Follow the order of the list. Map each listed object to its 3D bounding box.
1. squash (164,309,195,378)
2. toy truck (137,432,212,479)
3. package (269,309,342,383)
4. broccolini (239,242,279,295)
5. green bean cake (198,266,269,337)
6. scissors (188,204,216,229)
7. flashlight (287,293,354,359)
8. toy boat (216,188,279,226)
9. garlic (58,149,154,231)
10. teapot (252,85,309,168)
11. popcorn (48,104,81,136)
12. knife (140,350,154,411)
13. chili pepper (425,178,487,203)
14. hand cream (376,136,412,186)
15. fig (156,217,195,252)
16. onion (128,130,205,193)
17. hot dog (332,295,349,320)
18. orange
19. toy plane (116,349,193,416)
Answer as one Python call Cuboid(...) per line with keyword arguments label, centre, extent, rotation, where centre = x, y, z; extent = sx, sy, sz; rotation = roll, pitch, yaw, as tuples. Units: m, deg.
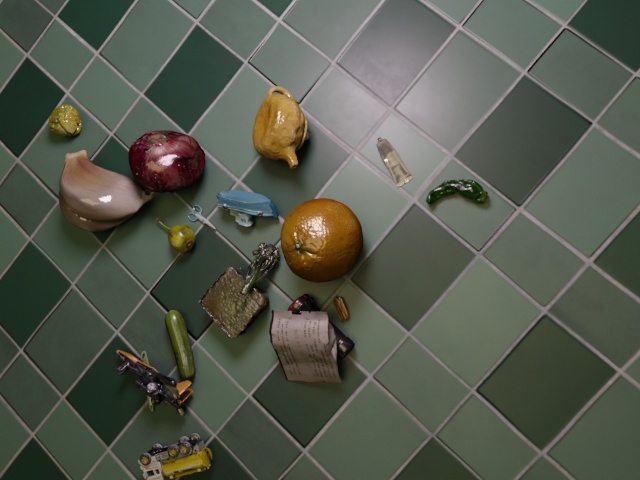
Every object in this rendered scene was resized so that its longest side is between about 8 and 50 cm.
Cuboid(label="squash", centre=(-0.466, 0.343, 1.836), extent=(0.066, 0.066, 0.229), rotation=(-18, 84, 12))
Cuboid(label="toy truck", centre=(-0.469, 0.712, 1.792), extent=(0.226, 0.098, 0.114), rotation=(-18, 88, 11))
Cuboid(label="package", centre=(-0.049, 0.330, 1.680), extent=(0.203, 0.062, 0.251), rotation=(-2, 109, 28))
Cuboid(label="broccolini", centre=(-0.190, 0.088, 1.735), extent=(0.091, 0.203, 0.068), rotation=(33, 138, -12))
Cuboid(label="green bean cake", centre=(-0.273, 0.199, 1.781), extent=(0.181, 0.094, 0.173), rotation=(41, 96, 13))
Cuboid(label="scissors", centre=(-0.397, -0.071, 1.873), extent=(0.119, 0.014, 0.058), rotation=(35, 96, 17))
Cuboid(label="flashlight", centre=(0.003, 0.271, 1.712), extent=(0.232, 0.093, 0.093), rotation=(44, 97, 13))
Cuboid(label="toy boat", centre=(-0.239, -0.101, 1.812), extent=(0.215, 0.088, 0.102), rotation=(9, 122, 14))
Cuboid(label="garlic", centre=(-0.744, -0.134, 1.904), extent=(0.339, 0.232, 0.246), rotation=(17, 45, -1))
Cuboid(label="teapot", centre=(-0.111, -0.361, 1.756), extent=(0.203, 0.166, 0.312), rotation=(-44, 42, 49))
Cuboid(label="popcorn", centre=(-0.916, -0.428, 1.987), extent=(0.106, 0.116, 0.121), rotation=(30, 99, -30))
Cuboid(label="knife", centre=(-0.586, 0.479, 1.880), extent=(0.030, 0.014, 0.207), rotation=(-14, 82, 12))
Cuboid(label="chili pepper", centre=(0.408, -0.147, 1.660), extent=(0.182, 0.050, 0.073), rotation=(-1, 92, 16))
Cuboid(label="hand cream", centre=(0.224, -0.250, 1.727), extent=(0.057, 0.037, 0.165), rotation=(-31, 87, 10))
Cuboid(label="fig", centre=(-0.481, -0.035, 1.864), extent=(0.093, 0.093, 0.166), rotation=(-40, 59, 8))
Cuboid(label="onion", centre=(-0.509, -0.250, 1.830), extent=(0.251, 0.219, 0.252), rotation=(2, 49, -2))
Cuboid(label="hot dog", centre=(0.065, 0.213, 1.734), extent=(0.037, 0.021, 0.083), rotation=(-22, 82, 22))
Cuboid(label="orange", centre=(0.000, 0.000, 1.645), extent=(0.264, 0.264, 0.265), rotation=(-1, 86, 14))
Cuboid(label="toy plane", centre=(-0.574, 0.454, 1.819), extent=(0.316, 0.204, 0.103), rotation=(22, 48, 17))
